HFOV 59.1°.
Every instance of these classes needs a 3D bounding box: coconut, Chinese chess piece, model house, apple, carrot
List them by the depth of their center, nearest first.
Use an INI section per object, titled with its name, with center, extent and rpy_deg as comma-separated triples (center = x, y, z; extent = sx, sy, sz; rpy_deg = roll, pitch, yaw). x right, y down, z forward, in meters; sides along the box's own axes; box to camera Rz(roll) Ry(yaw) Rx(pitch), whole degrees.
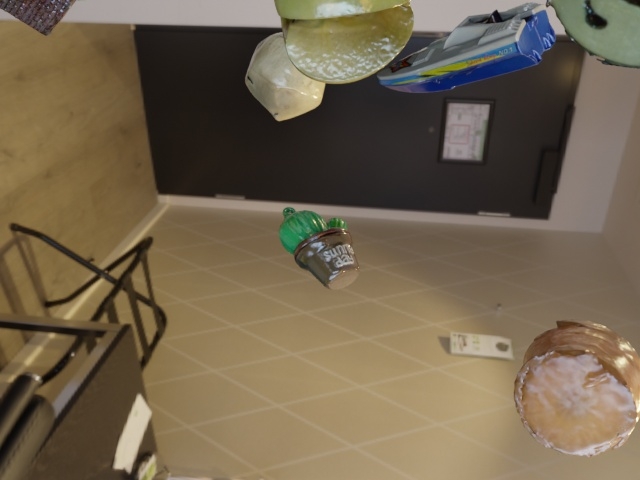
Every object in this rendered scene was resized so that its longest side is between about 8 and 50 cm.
[carrot]
center = 0.383, 0.209, 0.817
extent = 0.254, 0.195, 0.196
rpy_deg = 20, 74, -66
[Chinese chess piece]
center = 0.550, -0.462, 0.931
extent = 0.146, 0.349, 0.349
rpy_deg = -41, 151, -23
[apple]
center = 0.042, -0.444, 1.050
extent = 0.292, 0.254, 0.292
rpy_deg = 168, -90, -89
[model house]
center = -0.735, -0.665, 1.431
extent = 0.249, 0.280, 0.230
rpy_deg = 52, 31, -7
[coconut]
center = -0.089, -0.418, 1.457
extent = 0.224, 0.224, 0.224
rpy_deg = 4, 90, -83

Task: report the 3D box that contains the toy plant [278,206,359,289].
[toy plant]
center = 0.000, 0.000, 1.081
extent = 0.200, 0.142, 0.105
rpy_deg = 58, -32, 30

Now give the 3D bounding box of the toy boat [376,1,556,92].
[toy boat]
center = 0.204, -0.294, 0.899
extent = 0.129, 0.295, 0.088
rpy_deg = -47, 119, -35
